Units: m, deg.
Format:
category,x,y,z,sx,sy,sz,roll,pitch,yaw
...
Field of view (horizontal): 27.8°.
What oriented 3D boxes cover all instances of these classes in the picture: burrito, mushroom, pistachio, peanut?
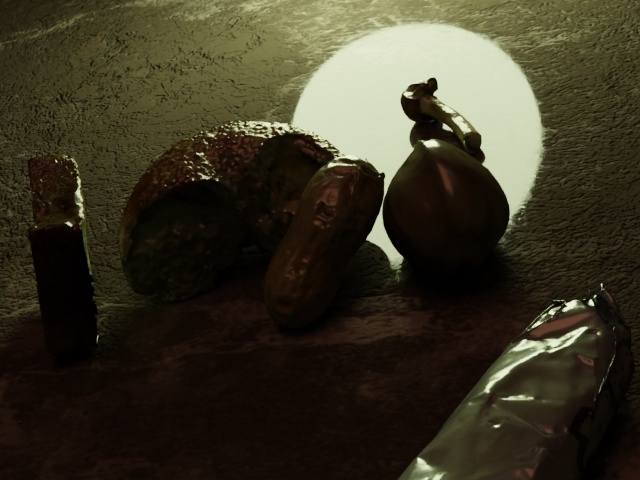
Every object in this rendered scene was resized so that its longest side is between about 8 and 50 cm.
category,x,y,z,sx,sy,sz,roll,pitch,yaw
burrito,0.183,0.163,1.129,0.139,0.101,0.445,6,36,37
mushroom,0.167,-0.169,1.750,0.060,0.061,0.187,-20,33,-18
pistachio,0.139,-0.039,1.462,0.138,0.153,0.238,-6,3,-1
peanut,0.000,0.000,1.440,0.099,0.099,0.214,30,89,52

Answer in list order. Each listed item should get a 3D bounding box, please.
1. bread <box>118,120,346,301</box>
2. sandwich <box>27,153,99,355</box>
category,x,y,z,sx,sy,sz,roll,pitch,yaw
bread,-0.097,-0.062,1.581,0.314,0.171,0.192,-14,33,2
sandwich,-0.306,0.016,1.536,0.065,0.186,0.214,-7,32,-10
